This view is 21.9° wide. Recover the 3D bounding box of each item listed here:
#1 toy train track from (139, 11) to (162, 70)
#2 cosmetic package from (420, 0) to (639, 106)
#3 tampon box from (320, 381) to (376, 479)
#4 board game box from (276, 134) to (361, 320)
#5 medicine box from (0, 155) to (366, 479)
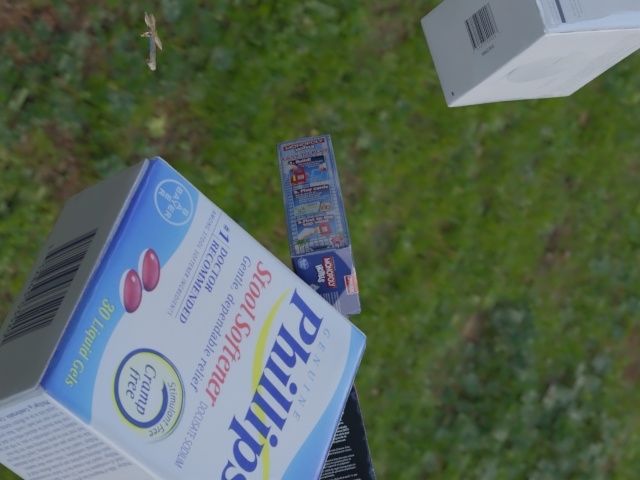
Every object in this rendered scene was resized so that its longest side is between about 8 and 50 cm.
[{"bbox_3d":[-0.182,-0.210,1.751,0.014,0.083,0.048,-16,135,9],"label":"toy train track"},{"bbox_3d":[0.296,-0.289,2.192,0.224,0.224,0.138,-6,73,-34],"label":"cosmetic package"},{"bbox_3d":[-0.006,0.252,1.882,0.101,0.120,0.161,-10,83,-18],"label":"tampon box"},{"bbox_3d":[0.000,0.000,1.658,0.060,0.194,0.194,-9,140,1],"label":"board game box"},{"bbox_3d":[-0.133,0.123,1.479,0.289,0.149,0.263,41,50,-25],"label":"medicine box"}]
